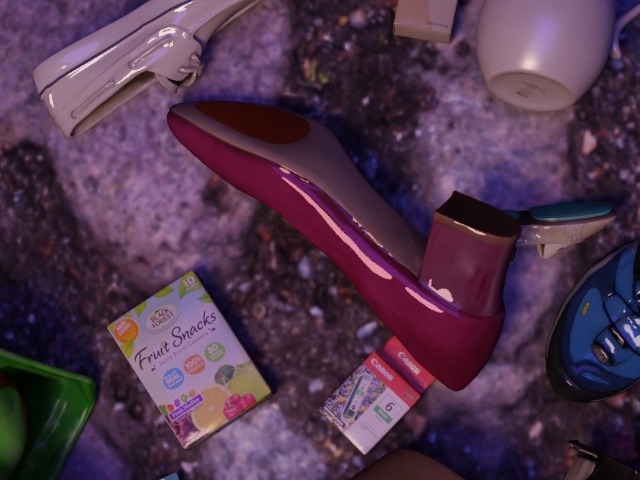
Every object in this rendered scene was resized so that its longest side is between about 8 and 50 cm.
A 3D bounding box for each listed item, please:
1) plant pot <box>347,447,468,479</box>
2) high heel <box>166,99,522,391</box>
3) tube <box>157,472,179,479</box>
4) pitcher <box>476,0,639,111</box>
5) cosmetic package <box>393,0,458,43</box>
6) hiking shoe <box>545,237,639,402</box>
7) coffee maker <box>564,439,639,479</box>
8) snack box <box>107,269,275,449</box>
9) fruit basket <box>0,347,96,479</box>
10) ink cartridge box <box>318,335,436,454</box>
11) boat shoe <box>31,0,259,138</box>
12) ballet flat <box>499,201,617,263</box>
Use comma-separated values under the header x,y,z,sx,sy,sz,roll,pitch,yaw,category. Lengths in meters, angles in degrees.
x,y,z,sx,sy,sz,roll,pitch,yaw,category
0.049,0.307,1.185,0.263,0.263,0.229,39,70,9,plant pot
0.000,0.000,1.297,0.377,0.127,0.181,27,121,24,high heel
-0.135,0.329,1.284,0.080,0.052,0.207,-22,76,0,tube
0.244,-0.223,1.298,0.178,0.125,0.207,19,72,-8,pitcher
0.110,-0.255,1.344,0.060,0.041,0.115,9,83,6,cosmetic package
0.321,0.028,1.239,0.304,0.132,0.113,-43,81,1,hiking shoe
0.247,0.283,1.193,0.120,0.171,0.178,26,87,-9,coffee maker
-0.123,0.115,1.314,0.100,0.037,0.141,-33,80,-1,snack box
-0.318,0.271,1.177,0.392,0.283,0.392,-6,73,19,fruit basket
0.060,0.140,1.299,0.063,0.029,0.115,44,88,9,ink cartridge box
-0.152,-0.184,1.339,0.258,0.095,0.084,-28,85,11,boat shoe
0.195,-0.005,1.305,0.168,0.057,0.052,-3,110,8,ballet flat
